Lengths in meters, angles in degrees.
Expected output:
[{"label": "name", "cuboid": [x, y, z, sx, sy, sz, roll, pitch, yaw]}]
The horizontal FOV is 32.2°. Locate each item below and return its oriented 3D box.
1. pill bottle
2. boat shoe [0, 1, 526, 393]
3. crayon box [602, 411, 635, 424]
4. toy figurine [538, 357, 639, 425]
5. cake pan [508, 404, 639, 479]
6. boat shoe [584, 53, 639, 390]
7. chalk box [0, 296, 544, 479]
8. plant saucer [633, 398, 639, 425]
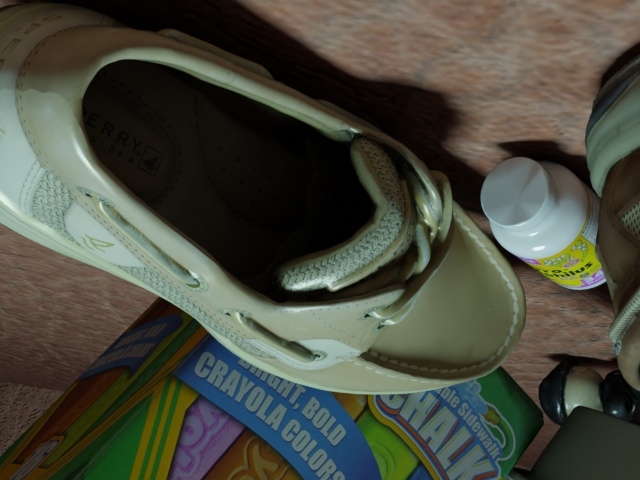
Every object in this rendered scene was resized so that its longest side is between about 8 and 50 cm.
[{"label": "pill bottle", "cuboid": [0.101, -0.008, 0.485, 0.043, 0.043, 0.083, 0, 163, 35]}, {"label": "boat shoe", "cuboid": [0.000, 0.000, 0.440, 0.302, 0.109, 0.098, 29, 168, -41]}, {"label": "crayon box", "cuboid": [0.425, 0.291, 1.074, 0.323, 0.203, 0.083, 12, -150, 31]}, {"label": "toy figurine", "cuboid": [0.266, 0.221, 0.937, 0.148, 0.210, 0.213, -2, 146, 33]}, {"label": "cake pan", "cuboid": [0.243, 0.160, 0.576, 0.293, 0.054, 0.293, 23, 176, 2]}, {"label": "boat shoe", "cuboid": [0.162, -0.015, 0.258, 0.123, 0.116, 0.324, 11, 167, -7]}, {"label": "chalk box", "cuboid": [-0.018, 0.097, 0.618, 0.179, 0.289, 0.180, 48, 153, -12]}, {"label": "plant saucer", "cuboid": [0.378, 0.136, 0.601, 0.400, 0.101, 0.400, 23, 175, 2]}]
